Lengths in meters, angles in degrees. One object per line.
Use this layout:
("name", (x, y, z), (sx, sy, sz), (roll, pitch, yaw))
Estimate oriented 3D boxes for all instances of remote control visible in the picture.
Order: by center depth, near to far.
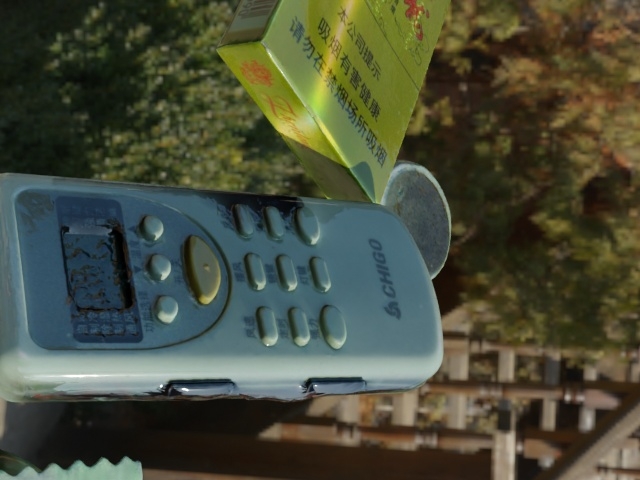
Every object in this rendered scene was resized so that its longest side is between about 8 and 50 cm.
("remote control", (-0.057, 0.032, 0.677), (0.056, 0.296, 0.140), (-48, -133, 48))

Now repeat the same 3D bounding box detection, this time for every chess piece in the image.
("chess piece", (0.000, 0.000, 1.232), (0.139, 0.272, 0.139), (15, 69, -47))

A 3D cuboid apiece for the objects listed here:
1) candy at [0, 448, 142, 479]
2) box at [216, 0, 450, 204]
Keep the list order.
("candy", (-0.391, 0.269, 1.004), (0.263, 0.398, 0.171), (16, 71, -56))
("box", (0.035, -0.195, 0.816), (0.173, 0.043, 0.311), (53, 47, -42))
